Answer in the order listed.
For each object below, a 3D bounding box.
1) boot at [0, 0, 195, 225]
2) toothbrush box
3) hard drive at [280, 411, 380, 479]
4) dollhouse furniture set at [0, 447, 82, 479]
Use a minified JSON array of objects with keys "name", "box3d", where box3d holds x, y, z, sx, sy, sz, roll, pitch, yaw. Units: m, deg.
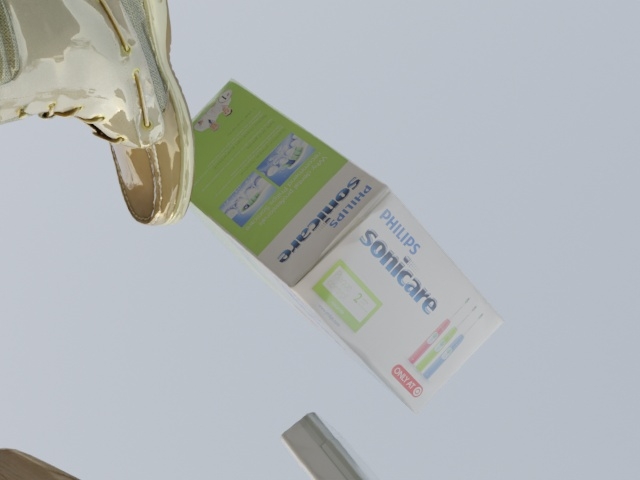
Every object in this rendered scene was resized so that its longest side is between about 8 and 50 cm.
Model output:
[{"name":"boot","box3d":[-0.175,-0.092,1.068,0.077,0.165,0.213,14,-61,46]},{"name":"toothbrush box","box3d":[0.000,0.000,1.390,0.122,0.206,0.283,-47,-141,-5]},{"name":"hard drive","box3d":[0.089,0.282,1.281,0.040,0.203,0.307,-40,-107,-2]},{"name":"dollhouse furniture set","box3d":[-0.201,0.214,0.650,0.212,0.161,0.242,-53,-170,53]}]
